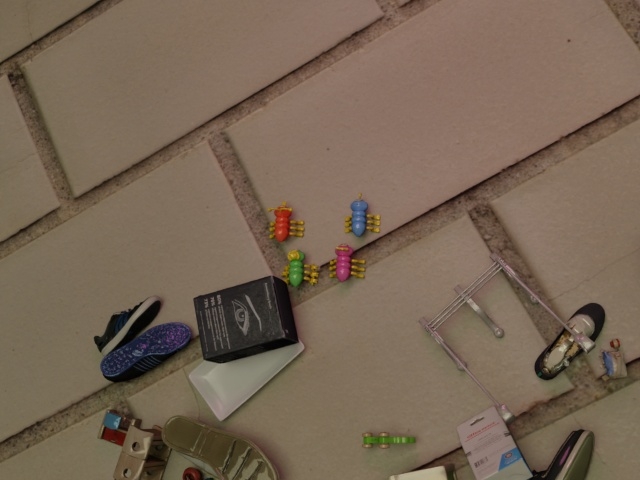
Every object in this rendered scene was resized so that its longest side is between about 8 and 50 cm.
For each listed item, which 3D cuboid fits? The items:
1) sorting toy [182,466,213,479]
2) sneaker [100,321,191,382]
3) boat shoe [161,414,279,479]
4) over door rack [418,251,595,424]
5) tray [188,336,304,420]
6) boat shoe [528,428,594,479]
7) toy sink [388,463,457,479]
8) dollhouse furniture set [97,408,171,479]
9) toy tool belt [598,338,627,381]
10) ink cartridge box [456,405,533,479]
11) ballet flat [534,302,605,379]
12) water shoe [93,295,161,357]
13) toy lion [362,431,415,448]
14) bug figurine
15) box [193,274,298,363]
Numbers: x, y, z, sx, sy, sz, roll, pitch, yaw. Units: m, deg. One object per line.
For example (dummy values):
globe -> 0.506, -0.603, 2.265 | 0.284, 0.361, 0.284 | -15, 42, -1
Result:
sorting toy -> -0.279, 0.572, 1.992 | 0.061, 0.042, 0.102 | -30, 82, 25
sneaker -> -0.423, 0.275, 2.084 | 0.232, 0.090, 0.081 | -24, 70, -11
boat shoe -> -0.217, 0.493, 1.952 | 0.302, 0.103, 0.113 | 26, 74, 21
over door rack -> 0.392, 0.209, 1.811 | 0.239, 0.108, 0.324 | -44, 49, 4
tray -> -0.174, 0.289, 2.024 | 0.270, 0.030, 0.145 | -42, 70, 4
boat shoe -> 0.444, 0.525, 1.735 | 0.113, 0.127, 0.340 | 23, 90, 41
toy sink -> 0.239, 0.590, 1.764 | 0.131, 0.153, 0.234 | -15, 73, 13
dollhouse furniture set -> -0.464, 0.489, 2.014 | 0.184, 0.129, 0.128 | 15, 83, 19
toy tool belt -> 0.606, 0.250, 1.782 | 0.051, 0.052, 0.083 | -10, 74, 6
ink cartridge box -> 0.360, 0.439, 1.780 | 0.104, 0.180, 0.060 | -32, 114, 8
ballet flat -> 0.530, 0.214, 1.803 | 0.074, 0.074, 0.203 | 42, 92, 21
water shoe -> -0.485, 0.200, 2.117 | 0.203, 0.073, 0.080 | -47, 67, 2
toy lion -> 0.154, 0.437, 1.866 | 0.100, 0.096, 0.034 | -19, 67, 55
bug figurine -> 0.000, 0.000, 2.013 | 0.279, 0.072, 0.216 | -5, 77, 16
box -> -0.172, 0.185, 1.973 | 0.207, 0.108, 0.153 | -15, 73, 13
